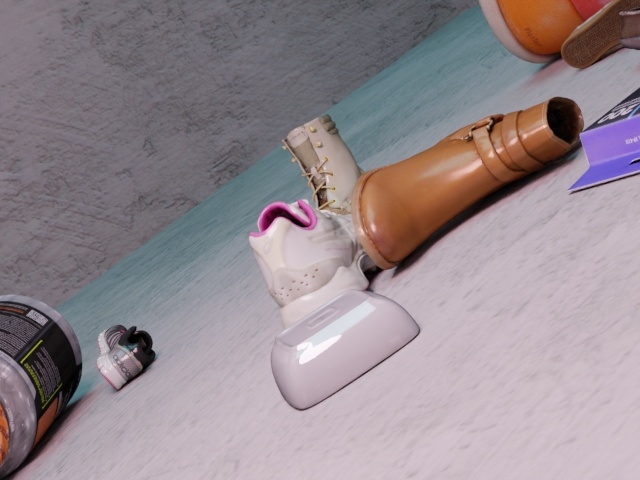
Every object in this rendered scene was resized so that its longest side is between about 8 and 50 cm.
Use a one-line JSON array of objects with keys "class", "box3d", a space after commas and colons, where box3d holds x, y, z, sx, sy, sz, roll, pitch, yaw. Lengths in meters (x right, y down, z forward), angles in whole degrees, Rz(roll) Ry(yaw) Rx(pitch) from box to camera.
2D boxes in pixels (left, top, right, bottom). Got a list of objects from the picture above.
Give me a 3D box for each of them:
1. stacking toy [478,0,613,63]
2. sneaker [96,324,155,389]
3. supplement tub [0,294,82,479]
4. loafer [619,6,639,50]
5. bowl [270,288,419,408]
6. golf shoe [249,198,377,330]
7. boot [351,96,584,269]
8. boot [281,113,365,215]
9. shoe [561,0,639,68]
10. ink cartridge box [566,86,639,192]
[{"class": "stacking toy", "box3d": [0.507, -0.470, 2.175, 0.480, 0.350, 0.350, -1, 27, 36]}, {"class": "sneaker", "box3d": [-0.264, 0.150, 1.920, 0.075, 0.063, 0.170, -32, 14, 2]}, {"class": "supplement tub", "box3d": [-0.442, 0.201, 1.824, 0.194, 0.193, 0.316, -30, 9, 11]}, {"class": "loafer", "box3d": [0.537, -0.373, 1.803, 0.366, 0.130, 0.134, -31, 9, 4]}, {"class": "bowl", "box3d": [0.015, 0.093, 1.309, 0.142, 0.053, 0.142, -32, 9, -7]}, {"class": "golf shoe", "box3d": [0.000, 0.000, 1.591, 0.115, 0.140, 0.306, -31, 7, 16]}, {"class": "boot", "box3d": [0.173, -0.072, 1.573, 0.220, 0.109, 0.283, -21, 6, 33]}, {"class": "boot", "box3d": [0.001, -0.080, 1.923, 0.077, 0.165, 0.213, -28, 8, 32]}, {"class": "shoe", "box3d": [0.444, -0.323, 2.025, 0.219, 0.076, 0.058, -26, 16, 46]}, {"class": "ink cartridge box", "box3d": [0.362, -0.133, 1.384, 0.208, 0.045, 0.206, -39, 12, -31]}]
